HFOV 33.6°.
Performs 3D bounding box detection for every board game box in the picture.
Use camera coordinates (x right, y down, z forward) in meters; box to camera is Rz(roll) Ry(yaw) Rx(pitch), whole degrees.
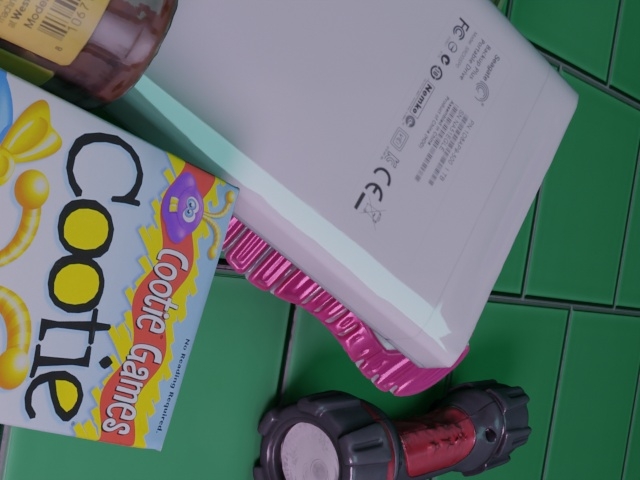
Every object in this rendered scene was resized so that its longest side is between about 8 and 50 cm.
[{"bbox_3d":[-0.189,-0.009,0.463,0.275,0.142,0.144,26,77,-51],"label":"board game box"}]

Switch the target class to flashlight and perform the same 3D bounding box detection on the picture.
[{"bbox_3d":[0.078,0.163,0.878,0.304,0.103,0.103,-1,95,-51],"label":"flashlight"}]

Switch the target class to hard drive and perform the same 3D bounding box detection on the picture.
[{"bbox_3d":[-0.001,-0.115,0.650,0.353,0.047,0.233,40,64,-23],"label":"hard drive"}]

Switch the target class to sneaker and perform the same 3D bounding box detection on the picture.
[{"bbox_3d":[0.000,0.000,0.755,0.103,0.111,0.252,-38,115,5],"label":"sneaker"}]

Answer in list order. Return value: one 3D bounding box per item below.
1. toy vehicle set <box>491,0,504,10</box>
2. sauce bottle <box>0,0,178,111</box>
[{"bbox_3d":[0.077,-0.182,0.855,0.166,0.035,0.267,45,62,-47],"label":"toy vehicle set"},{"bbox_3d":[-0.213,-0.160,0.396,0.344,0.111,0.111,24,78,-40],"label":"sauce bottle"}]
